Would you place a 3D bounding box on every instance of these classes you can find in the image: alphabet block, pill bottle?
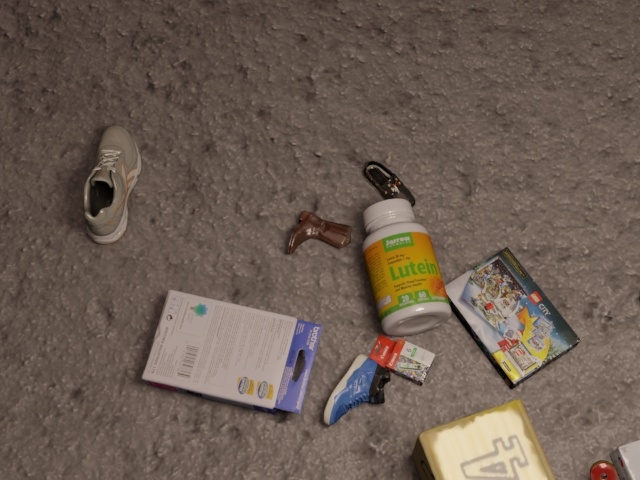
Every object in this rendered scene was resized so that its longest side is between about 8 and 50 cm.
[{"bbox_3d":[0.285,0.413,1.612,0.194,0.192,0.197,-17,67,-8],"label":"alphabet block"},{"bbox_3d":[0.157,0.049,1.800,0.136,0.136,0.245,-12,67,-3],"label":"pill bottle"}]

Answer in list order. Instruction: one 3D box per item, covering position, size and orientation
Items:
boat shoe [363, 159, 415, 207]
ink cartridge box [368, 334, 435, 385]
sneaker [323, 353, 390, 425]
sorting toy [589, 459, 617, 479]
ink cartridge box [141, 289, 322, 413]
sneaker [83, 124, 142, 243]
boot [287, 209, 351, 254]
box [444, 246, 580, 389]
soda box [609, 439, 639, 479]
[{"bbox_3d":[0.142,-0.114,1.924,0.133,0.042,0.049,42,72,16],"label":"boat shoe"},{"bbox_3d":[0.155,0.225,1.783,0.115,0.029,0.062,24,70,11],"label":"ink cartridge box"},{"bbox_3d":[0.074,0.292,1.741,0.085,0.058,0.152,26,63,21],"label":"sneaker"},{"bbox_3d":[0.548,0.517,1.603,0.274,0.046,0.132,42,98,9],"label":"sorting toy"},{"bbox_3d":[-0.165,0.217,1.779,0.311,0.065,0.185,11,68,9],"label":"ink cartridge box"},{"bbox_3d":[-0.430,-0.132,1.905,0.099,0.121,0.262,0,67,1],"label":"sneaker"},{"bbox_3d":[0.000,0.000,1.884,0.114,0.037,0.106,22,71,6],"label":"boot"},{"bbox_3d":[0.365,0.148,1.801,0.159,0.044,0.233,-31,69,-11],"label":"box"},{"bbox_3d":[0.642,0.380,1.680,0.216,0.069,0.073,-17,68,-5],"label":"soda box"}]
